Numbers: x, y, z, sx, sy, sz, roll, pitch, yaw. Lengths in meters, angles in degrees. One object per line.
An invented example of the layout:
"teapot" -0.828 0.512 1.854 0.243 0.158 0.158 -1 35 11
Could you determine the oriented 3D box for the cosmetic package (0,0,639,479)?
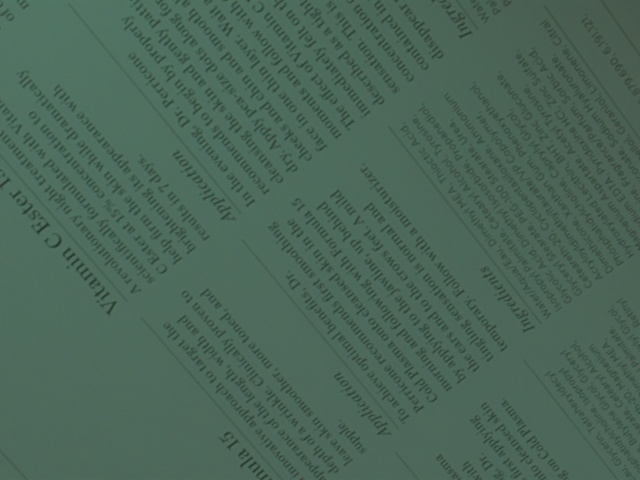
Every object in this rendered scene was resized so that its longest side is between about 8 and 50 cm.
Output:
"cosmetic package" -0.016 -0.021 0.379 0.377 0.284 0.097 51 -175 -13
